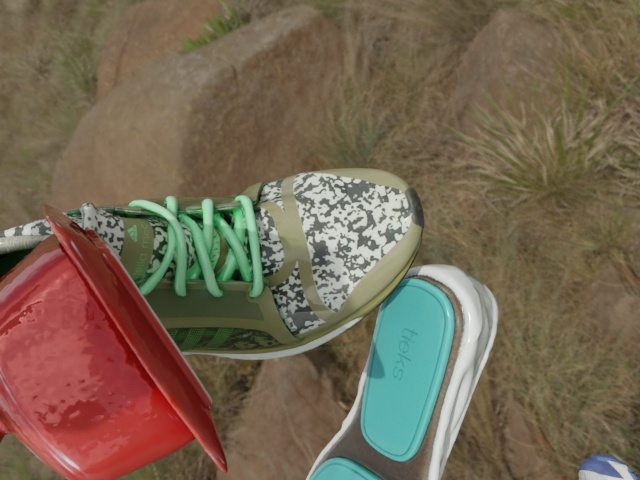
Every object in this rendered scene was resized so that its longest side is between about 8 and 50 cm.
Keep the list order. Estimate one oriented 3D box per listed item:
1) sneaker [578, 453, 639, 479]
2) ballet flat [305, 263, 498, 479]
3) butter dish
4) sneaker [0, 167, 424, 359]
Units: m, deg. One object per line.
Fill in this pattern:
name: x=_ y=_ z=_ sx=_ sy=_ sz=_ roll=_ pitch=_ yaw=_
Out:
sneaker: x=0.370 y=0.412 z=0.943 sx=0.131 sy=0.111 sz=0.296 roll=-5 pitch=44 yaw=-1
ballet flat: x=0.078 y=0.209 z=0.721 sx=0.139 sy=0.139 sz=0.400 roll=38 pitch=115 yaw=48
butter dish: x=-0.144 y=0.072 z=0.410 sx=0.118 sy=0.160 sz=0.160 roll=-34 pitch=17 yaw=-16
sneaker: x=-0.116 y=0.023 z=0.570 sx=0.411 sy=0.182 sz=0.158 roll=-14 pitch=76 yaw=0
